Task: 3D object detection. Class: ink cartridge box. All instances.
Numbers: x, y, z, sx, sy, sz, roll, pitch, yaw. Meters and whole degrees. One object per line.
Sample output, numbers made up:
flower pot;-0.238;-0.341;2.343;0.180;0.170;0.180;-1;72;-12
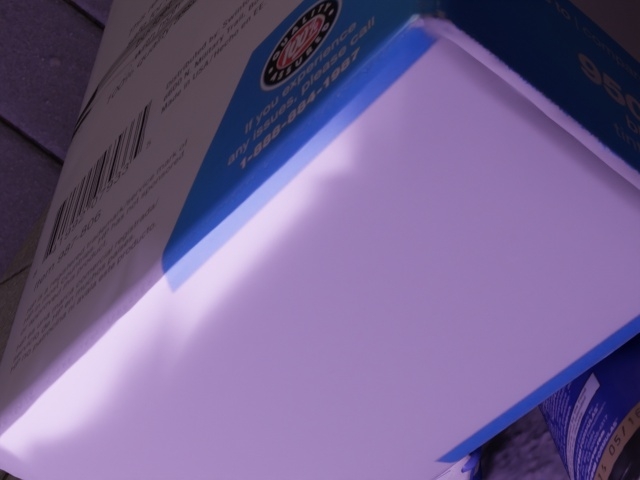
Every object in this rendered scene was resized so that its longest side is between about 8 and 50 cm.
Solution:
ink cartridge box;0.010;-0.076;0.680;0.285;0.166;0.395;-42;27;31

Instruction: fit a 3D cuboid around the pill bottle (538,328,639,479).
pill bottle;0.155;0.062;0.586;0.123;0.122;0.219;-48;19;15

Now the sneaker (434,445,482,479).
sneaker;0.059;0.080;0.782;0.296;0.131;0.112;-47;10;32
